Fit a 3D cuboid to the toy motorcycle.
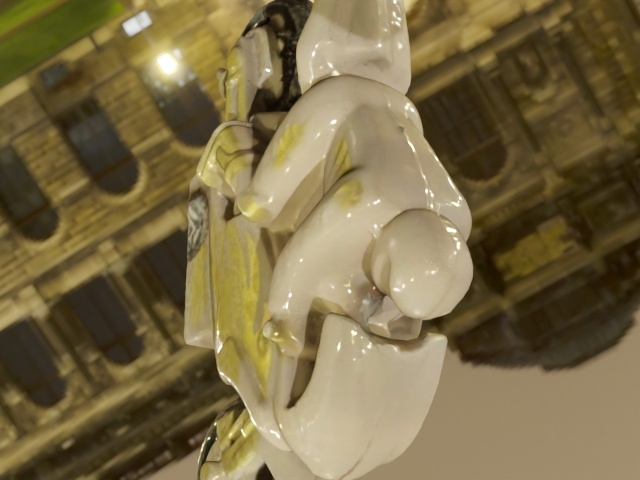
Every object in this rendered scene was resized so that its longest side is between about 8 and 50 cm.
[{"bbox_3d":[0.000,0.000,0.701,0.108,0.341,0.223,13,158,-32],"label":"toy motorcycle"}]
